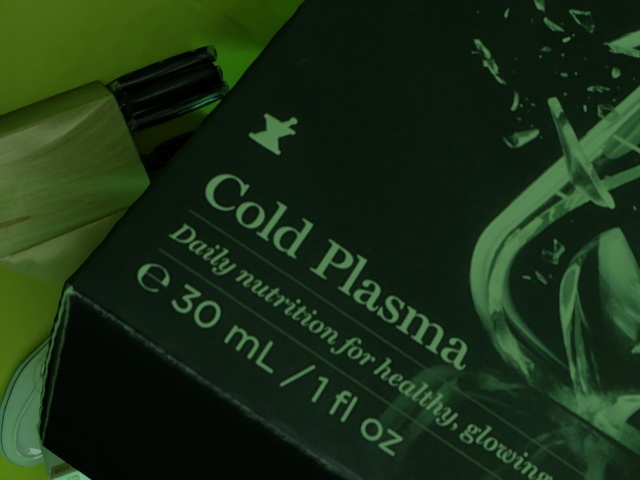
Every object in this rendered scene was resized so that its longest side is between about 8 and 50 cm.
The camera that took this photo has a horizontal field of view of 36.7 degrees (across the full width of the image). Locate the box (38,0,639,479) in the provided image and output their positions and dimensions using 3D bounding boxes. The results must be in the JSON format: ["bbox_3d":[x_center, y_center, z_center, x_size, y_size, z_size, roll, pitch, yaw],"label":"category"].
[{"bbox_3d":[0.140,0.049,0.691,0.479,0.297,0.472,34,57,0],"label":"box"}]

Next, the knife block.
[{"bbox_3d":[-0.210,-0.089,0.818,0.275,0.088,0.242,23,97,-25],"label":"knife block"}]

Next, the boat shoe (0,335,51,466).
[{"bbox_3d":[-0.224,0.119,0.885,0.083,0.076,0.226,30,95,-26],"label":"boat shoe"}]

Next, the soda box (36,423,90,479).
[{"bbox_3d":[-0.198,0.250,0.902,0.073,0.069,0.216,-18,132,-14],"label":"soda box"}]
